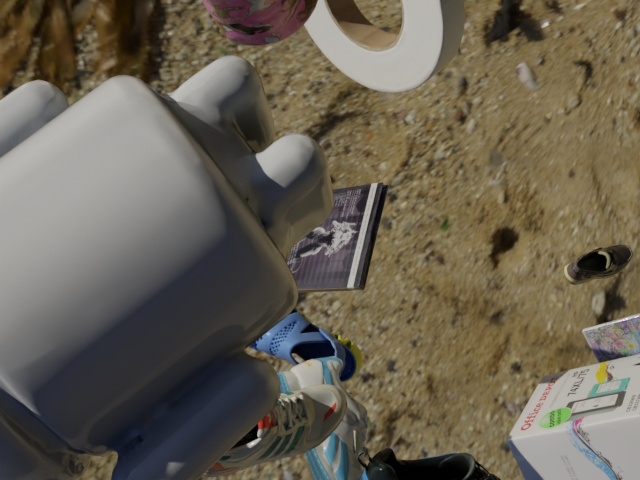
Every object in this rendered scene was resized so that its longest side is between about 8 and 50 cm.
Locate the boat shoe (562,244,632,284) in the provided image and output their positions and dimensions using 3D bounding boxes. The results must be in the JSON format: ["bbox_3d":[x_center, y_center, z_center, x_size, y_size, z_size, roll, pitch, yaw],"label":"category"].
[{"bbox_3d":[0.513,0.041,1.730,0.056,0.152,0.049,63,156,14],"label":"boat shoe"}]

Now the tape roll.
[{"bbox_3d":[0.100,-0.466,1.802,0.392,0.072,0.392,33,144,28],"label":"tape roll"}]

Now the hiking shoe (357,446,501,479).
[{"bbox_3d":[0.178,0.308,1.074,0.304,0.113,0.132,6,117,-16],"label":"hiking shoe"}]

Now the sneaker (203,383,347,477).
[{"bbox_3d":[-0.042,0.172,0.886,0.075,0.161,0.057,116,134,-61],"label":"sneaker"}]

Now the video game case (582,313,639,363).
[{"bbox_3d":[0.554,0.184,1.741,0.122,0.011,0.087,-22,106,33],"label":"video game case"}]

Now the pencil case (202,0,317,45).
[{"bbox_3d":[-0.086,-0.361,1.151,0.167,0.386,0.160,-11,84,0],"label":"pencil case"}]

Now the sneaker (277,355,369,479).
[{"bbox_3d":[0.026,0.262,1.239,0.092,0.087,0.229,-21,84,-18],"label":"sneaker"}]

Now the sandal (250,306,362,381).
[{"bbox_3d":[-0.056,0.210,2.006,0.317,0.138,0.126,23,97,0],"label":"sandal"}]

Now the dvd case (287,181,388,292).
[{"bbox_3d":[0.000,0.000,1.432,0.221,0.018,0.165,-6,63,46],"label":"dvd case"}]

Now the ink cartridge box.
[{"bbox_3d":[0.453,0.298,1.387,0.270,0.198,0.197,-21,101,36],"label":"ink cartridge box"}]

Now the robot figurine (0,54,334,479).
[{"bbox_3d":[-0.157,0.031,0.636,0.353,0.200,0.300,-37,72,-6],"label":"robot figurine"}]
